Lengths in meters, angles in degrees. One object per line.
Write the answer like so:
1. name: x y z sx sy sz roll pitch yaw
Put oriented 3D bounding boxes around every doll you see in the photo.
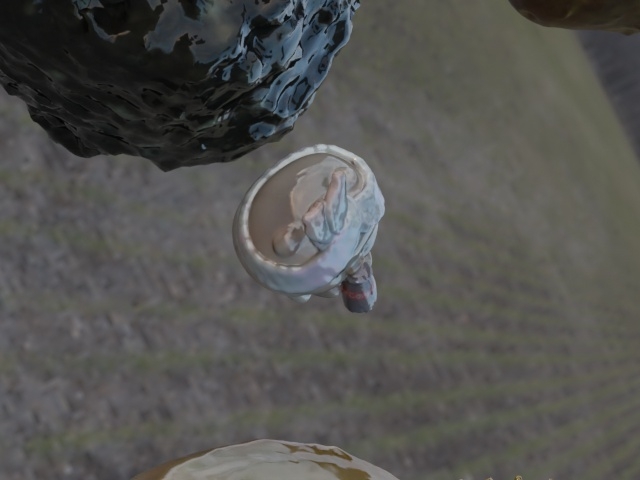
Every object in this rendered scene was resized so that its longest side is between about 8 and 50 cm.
1. doll: 0.000 0.000 0.906 0.084 0.073 0.127 53 -10 -4

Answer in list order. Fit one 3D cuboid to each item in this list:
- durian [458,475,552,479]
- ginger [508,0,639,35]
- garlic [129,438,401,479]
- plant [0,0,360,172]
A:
1. durian: 0.090 0.236 1.339 0.185 0.195 0.305 58 0 10
2. ginger: 0.290 -0.267 1.536 0.172 0.321 0.165 57 -1 -28
3. garlic: -0.036 0.174 0.981 0.338 0.196 0.151 13 69 -66
4. plant: -0.099 -0.180 0.957 0.312 0.213 0.215 57 50 -65
